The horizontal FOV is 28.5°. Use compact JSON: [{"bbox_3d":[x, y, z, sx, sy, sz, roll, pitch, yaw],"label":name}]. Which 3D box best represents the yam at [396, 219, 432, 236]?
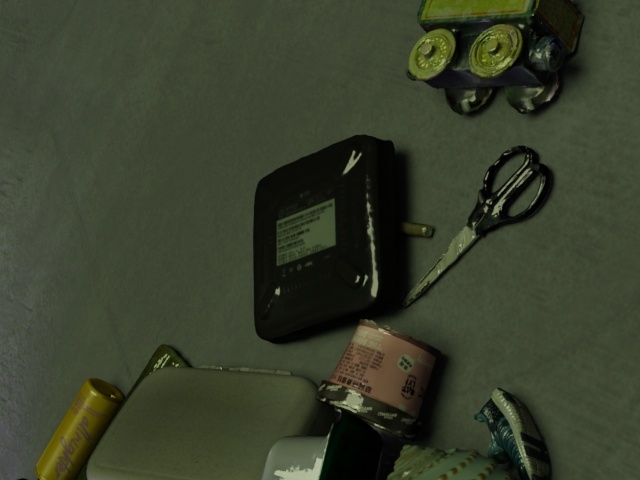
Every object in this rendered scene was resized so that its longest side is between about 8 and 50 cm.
[{"bbox_3d":[0.120,-0.020,1.886,0.116,0.021,0.021,10,81,45],"label":"yam"}]

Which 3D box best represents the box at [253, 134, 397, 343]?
[{"bbox_3d":[0.000,0.000,1.942,0.290,0.073,0.289,-19,63,44],"label":"box"}]

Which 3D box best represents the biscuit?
[{"bbox_3d":[-0.328,0.325,2.152,0.322,0.038,0.099,-57,45,7],"label":"biscuit"}]

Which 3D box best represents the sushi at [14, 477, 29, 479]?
[{"bbox_3d":[-0.540,0.576,2.085,0.294,0.281,0.299,-37,59,34],"label":"sushi"}]

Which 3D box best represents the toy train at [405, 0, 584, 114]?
[{"bbox_3d":[0.242,-0.282,1.801,0.261,0.134,0.177,4,69,42],"label":"toy train"}]

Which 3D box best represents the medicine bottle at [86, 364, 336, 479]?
[{"bbox_3d":[-0.167,0.312,1.899,0.375,0.123,0.282,0,45,39],"label":"medicine bottle"}]

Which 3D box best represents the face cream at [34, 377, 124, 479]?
[{"bbox_3d":[-0.443,0.372,2.211,0.078,0.078,0.273,40,102,43],"label":"face cream"}]

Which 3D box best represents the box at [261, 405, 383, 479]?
[{"bbox_3d":[-0.024,0.390,1.670,0.106,0.264,0.336,10,77,20],"label":"box"}]

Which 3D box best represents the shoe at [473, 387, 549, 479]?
[{"bbox_3d":[0.246,0.261,1.637,0.071,0.064,0.143,-43,48,21],"label":"shoe"}]

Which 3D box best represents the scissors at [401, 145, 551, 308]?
[{"bbox_3d":[0.210,-0.008,1.800,0.300,0.022,0.109,-48,45,19],"label":"scissors"}]

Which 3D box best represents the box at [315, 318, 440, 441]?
[{"bbox_3d":[0.087,0.190,1.756,0.151,0.151,0.135,13,75,44],"label":"box"}]

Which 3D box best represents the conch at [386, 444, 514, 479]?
[{"bbox_3d":[0.131,0.424,1.586,0.303,0.215,0.319,-31,54,44],"label":"conch"}]
